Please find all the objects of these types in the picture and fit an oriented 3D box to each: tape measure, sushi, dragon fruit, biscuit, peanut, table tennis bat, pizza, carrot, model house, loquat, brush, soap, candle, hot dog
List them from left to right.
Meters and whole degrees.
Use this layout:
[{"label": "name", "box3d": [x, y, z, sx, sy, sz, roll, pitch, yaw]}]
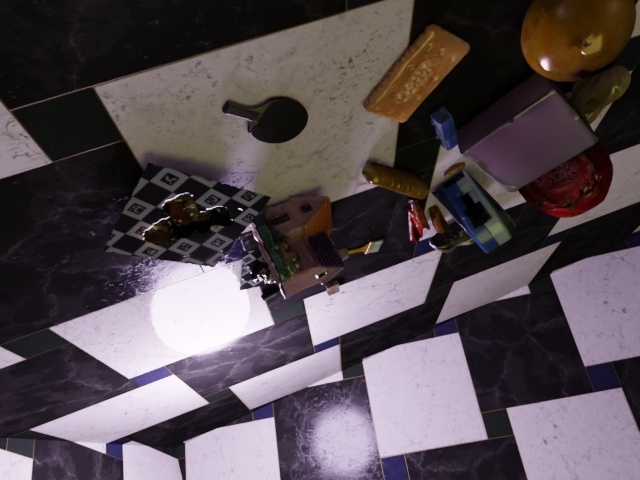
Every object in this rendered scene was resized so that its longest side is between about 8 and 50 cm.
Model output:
[{"label": "sushi", "box3d": [-0.344, -0.070, 1.283, 0.320, 0.068, 0.339, 12, 137, -35]}, {"label": "table tennis bat", "box3d": [-0.121, -0.276, 1.129, 0.220, 0.019, 0.130, 5, 140, -44]}, {"label": "sushi", "box3d": [-0.159, 0.106, 1.710, 0.220, 0.047, 0.231, -11, 146, -21]}, {"label": "table tennis bat", "box3d": [-0.115, 0.169, 1.901, 0.236, 0.027, 0.150, -26, 151, -1]}, {"label": "model house", "box3d": [-0.052, 0.000, 1.442, 0.237, 0.237, 0.202, -23, 146, -11]}, {"label": "brush", "box3d": [0.136, 0.038, 1.877, 0.205, 0.011, 0.083, -12, 151, -19]}, {"label": "hot dog", "box3d": [0.232, -0.181, 1.506, 0.289, 0.083, 0.068, 10, 118, -47]}, {"label": "candle", "box3d": [0.341, -0.074, 1.787, 0.084, 0.059, 0.301, -35, 151, 1]}, {"label": "biscuit", "box3d": [0.228, -0.386, 1.190, 0.160, 0.030, 0.249, 5, 141, -42]}, {"label": "carrot", "box3d": [0.439, -0.076, 1.865, 0.055, 0.055, 0.161, -29, 149, 10]}, {"label": "pizza", "box3d": [0.436, -0.231, 1.633, 0.083, 0.016, 0.037, -28, 151, 1]}, {"label": "tape measure", "box3d": [0.536, -0.091, 1.716, 0.138, 0.262, 0.259, -43, 149, 13]}, {"label": "soap", "box3d": [0.589, -0.294, 1.436, 0.285, 0.107, 0.296, 29, 133, -34]}, {"label": "dragon fruit", "box3d": [0.797, -0.219, 1.651, 0.296, 0.295, 0.302, -40, -178, 28]}, {"label": "loquat", "box3d": [0.560, -0.466, 1.096, 0.235, 0.235, 0.235, -18, 152, -10]}, {"label": "peanut", "box3d": [0.774, -0.410, 1.471, 0.111, 0.125, 0.274, -33, 167, -32]}]

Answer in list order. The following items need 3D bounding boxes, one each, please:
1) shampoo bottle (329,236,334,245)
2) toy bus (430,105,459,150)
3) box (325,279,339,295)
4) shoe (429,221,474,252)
[{"label": "shampoo bottle", "box3d": [0.000, 0.000, 1.611, 0.072, 0.099, 0.043, -21, 152, -4]}, {"label": "toy bus", "box3d": [0.343, -0.307, 1.384, 0.051, 0.061, 0.153, -34, 149, 7]}, {"label": "box", "box3d": [0.051, 0.198, 2.072, 0.053, 0.024, 0.083, -21, 150, -6]}, {"label": "shoe", "box3d": [0.537, -0.030, 1.985, 0.228, 0.099, 0.112, -13, 144, -26]}]
